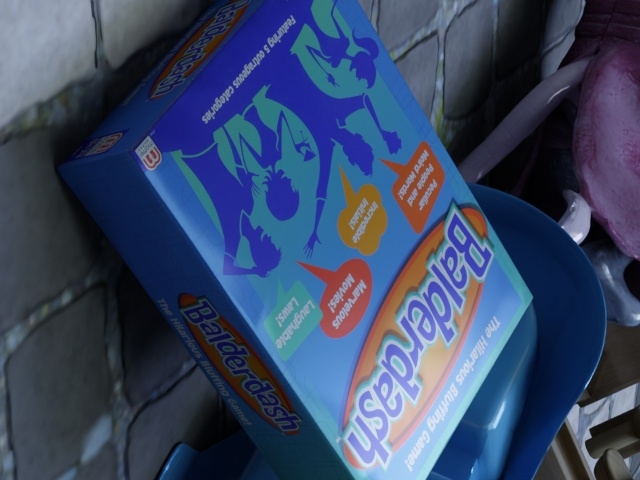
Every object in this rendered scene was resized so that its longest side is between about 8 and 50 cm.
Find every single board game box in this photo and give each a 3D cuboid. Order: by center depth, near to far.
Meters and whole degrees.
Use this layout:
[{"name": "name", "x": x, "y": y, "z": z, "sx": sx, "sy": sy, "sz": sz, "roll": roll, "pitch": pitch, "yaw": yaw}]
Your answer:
[{"name": "board game box", "x": 0.000, "y": 0.000, "z": 0.728, "sx": 0.210, "sy": 0.047, "sz": 0.160, "roll": 57, "pitch": 47, "yaw": -25}]

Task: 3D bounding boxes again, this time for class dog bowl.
[{"name": "dog bowl", "x": 0.031, "y": 0.104, "z": 0.829, "sx": 0.074, "sy": 0.166, "sz": 0.297, "roll": 90, "pitch": 26, "yaw": -55}]

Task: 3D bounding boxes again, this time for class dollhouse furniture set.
[{"name": "dollhouse furniture set", "x": 0.222, "y": 0.118, "z": 1.205, "sx": 0.151, "sy": 0.123, "sz": 0.144, "roll": -1, "pitch": 65, "yaw": -61}]

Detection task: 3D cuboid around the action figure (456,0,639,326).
[{"name": "action figure", "x": 0.202, "y": -0.133, "z": 1.082, "sx": 0.275, "sy": 0.248, "sz": 0.370, "roll": 17, "pitch": 89, "yaw": -38}]
